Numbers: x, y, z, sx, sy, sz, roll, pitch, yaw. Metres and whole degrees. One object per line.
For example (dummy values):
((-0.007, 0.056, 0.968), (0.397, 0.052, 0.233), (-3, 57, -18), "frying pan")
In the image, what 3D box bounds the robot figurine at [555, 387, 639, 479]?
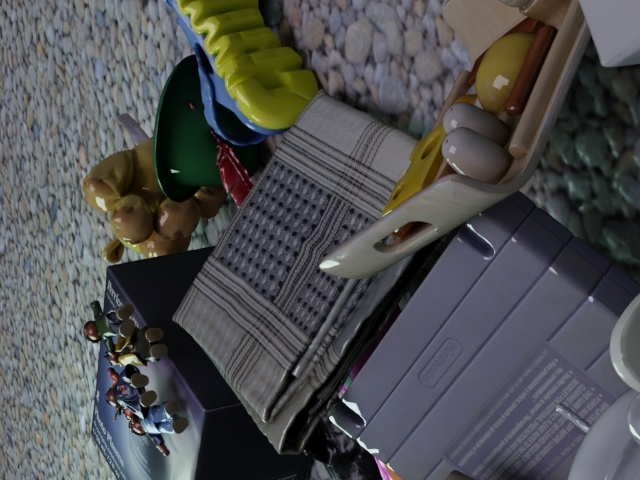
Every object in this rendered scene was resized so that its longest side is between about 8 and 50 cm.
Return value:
((0.301, 0.207, 0.899), (0.353, 0.200, 0.300), (31, 160, 54), "robot figurine")

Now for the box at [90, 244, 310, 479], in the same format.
((-0.154, 0.213, 1.737), (0.296, 0.182, 0.294), (48, 137, 43), "box")

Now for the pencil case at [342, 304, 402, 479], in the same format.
((0.064, 0.146, 1.386), (0.236, 0.104, 0.104), (61, 147, 17), "pencil case")

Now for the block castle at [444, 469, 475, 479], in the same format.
((0.094, 0.439, 1.225), (0.213, 0.303, 0.453), (32, 142, 10), "block castle")

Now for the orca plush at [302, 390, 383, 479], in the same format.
((0.013, 0.191, 1.509), (0.151, 0.102, 0.287), (-27, 76, 60), "orca plush")

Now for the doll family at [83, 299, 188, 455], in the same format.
((-0.217, 0.159, 1.581), (0.111, 0.076, 0.193), (-22, 78, 50), "doll family")

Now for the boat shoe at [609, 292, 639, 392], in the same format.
((0.268, 0.039, 0.890), (0.079, 0.227, 0.081), (59, 155, 5), "boat shoe")

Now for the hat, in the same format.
((-0.084, -0.110, 1.640), (0.183, 0.173, 0.209), (10, 105, 21), "hat")

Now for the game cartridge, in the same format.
((0.162, 0.127, 1.169), (0.230, 0.068, 0.355), (36, 140, 4), "game cartridge")

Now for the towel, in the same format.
((-0.017, 0.014, 1.358), (0.312, 0.056, 0.324), (-56, 32, 3), "towel")

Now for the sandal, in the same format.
((-0.117, -0.234, 1.583), (0.317, 0.126, 0.138), (68, 153, 23), "sandal")

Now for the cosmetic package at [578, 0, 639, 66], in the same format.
((0.235, -0.331, 0.888), (0.217, 0.156, 0.385), (-36, 69, 59), "cosmetic package")

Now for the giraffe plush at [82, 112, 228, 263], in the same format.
((-0.227, -0.040, 1.811), (0.170, 0.181, 0.210), (99, 155, -45), "giraffe plush")

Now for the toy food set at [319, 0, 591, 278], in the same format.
((0.110, -0.122, 1.095), (0.092, 0.306, 0.220), (34, 150, -12), "toy food set")
